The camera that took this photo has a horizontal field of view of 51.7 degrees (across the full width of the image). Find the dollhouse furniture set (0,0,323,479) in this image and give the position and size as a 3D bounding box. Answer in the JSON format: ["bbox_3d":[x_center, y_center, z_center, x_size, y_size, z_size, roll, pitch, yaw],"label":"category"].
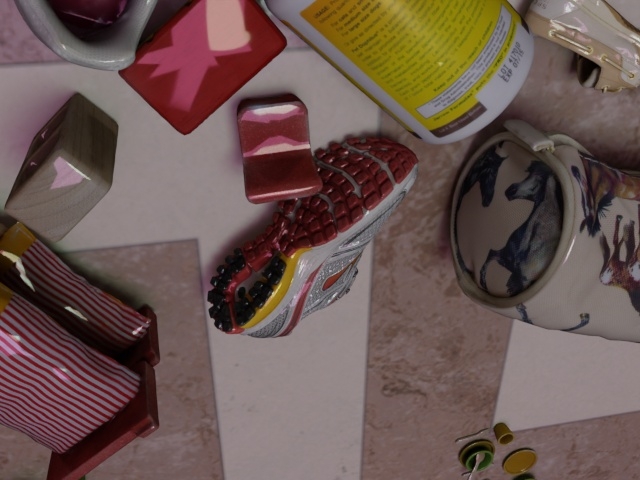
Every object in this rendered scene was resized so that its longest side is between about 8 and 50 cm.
[{"bbox_3d":[-0.143,0.001,0.500,0.374,0.152,0.201,-39,122,11],"label":"dollhouse furniture set"}]

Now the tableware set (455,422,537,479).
[{"bbox_3d":[0.235,0.295,0.854,0.104,0.024,0.154,-19,123,-2],"label":"tableware set"}]

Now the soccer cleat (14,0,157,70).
[{"bbox_3d":[-0.103,-0.251,0.353,0.116,0.143,0.331,0,124,-28],"label":"soccer cleat"}]

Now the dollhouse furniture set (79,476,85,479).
[{"bbox_3d":[-0.319,0.258,0.666,0.151,0.076,0.058,30,113,-38],"label":"dollhouse furniture set"}]

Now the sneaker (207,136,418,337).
[{"bbox_3d":[0.000,0.000,0.590,0.225,0.088,0.093,-44,141,15],"label":"sneaker"}]

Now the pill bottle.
[{"bbox_3d":[0.043,-0.170,0.461,0.215,0.117,0.117,34,108,-29],"label":"pill bottle"}]

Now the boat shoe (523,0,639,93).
[{"bbox_3d":[0.238,-0.156,0.556,0.170,0.063,0.059,30,113,-18],"label":"boat shoe"}]

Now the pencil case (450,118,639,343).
[{"bbox_3d":[0.322,0.006,0.615,0.410,0.160,0.183,9,109,-19],"label":"pencil case"}]
